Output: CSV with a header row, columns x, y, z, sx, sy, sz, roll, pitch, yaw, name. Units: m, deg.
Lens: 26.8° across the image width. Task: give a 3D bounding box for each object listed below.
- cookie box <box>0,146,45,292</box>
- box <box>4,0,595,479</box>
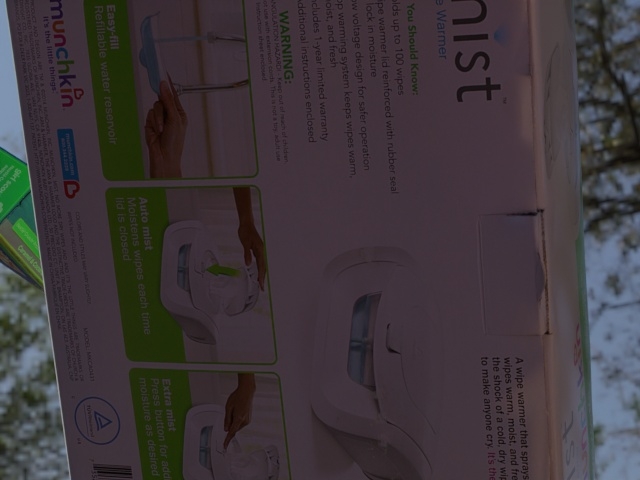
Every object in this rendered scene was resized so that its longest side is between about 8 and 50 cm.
x,y,z,sx,sy,sz,roll,pitch,yaw,name
-0.179,-0.024,0.713,0.107,0.040,0.092,30,-17,23,cookie box
0.000,0.000,0.609,0.231,0.261,0.127,-2,13,18,box
